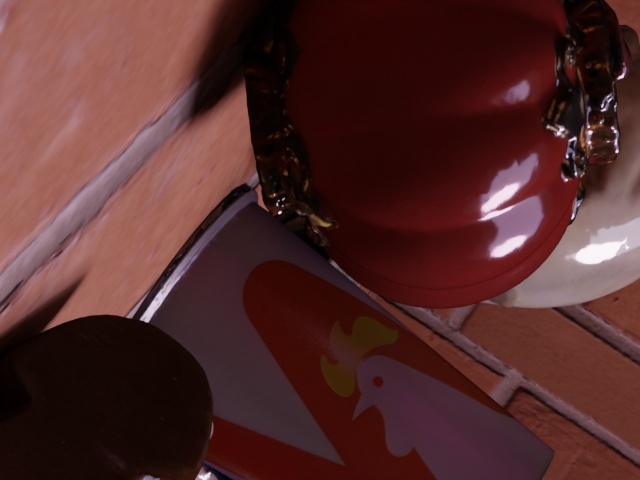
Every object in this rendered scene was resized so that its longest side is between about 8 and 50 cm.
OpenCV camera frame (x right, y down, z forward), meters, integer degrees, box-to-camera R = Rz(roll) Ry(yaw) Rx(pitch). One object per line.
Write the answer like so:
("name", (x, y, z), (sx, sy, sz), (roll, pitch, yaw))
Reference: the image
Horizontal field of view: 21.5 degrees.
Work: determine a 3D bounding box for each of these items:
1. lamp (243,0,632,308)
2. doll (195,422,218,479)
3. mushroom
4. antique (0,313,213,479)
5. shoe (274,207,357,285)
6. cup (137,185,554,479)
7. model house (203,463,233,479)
("lamp", (0.066, -0.077, 0.913), (0.227, 0.227, 0.227), (-55, 175, -8))
("doll", (-0.141, 0.186, 1.025), (0.119, 0.154, 0.278), (-26, -165, 33))
("mushroom", (0.140, -0.126, 1.178), (0.314, 0.314, 0.336), (-45, 147, -64))
("antique", (-0.150, 0.139, 0.823), (0.143, 0.121, 0.257), (-49, -175, 21))
("shoe", (0.000, 0.000, 1.452), (0.098, 0.103, 0.275), (82, 27, -44))
("cup", (0.011, 0.120, 1.201), (0.203, 0.288, 0.203), (-54, 175, -8))
("model house", (-0.073, 0.204, 1.448), (0.170, 0.194, 0.211), (-55, 176, 12))
